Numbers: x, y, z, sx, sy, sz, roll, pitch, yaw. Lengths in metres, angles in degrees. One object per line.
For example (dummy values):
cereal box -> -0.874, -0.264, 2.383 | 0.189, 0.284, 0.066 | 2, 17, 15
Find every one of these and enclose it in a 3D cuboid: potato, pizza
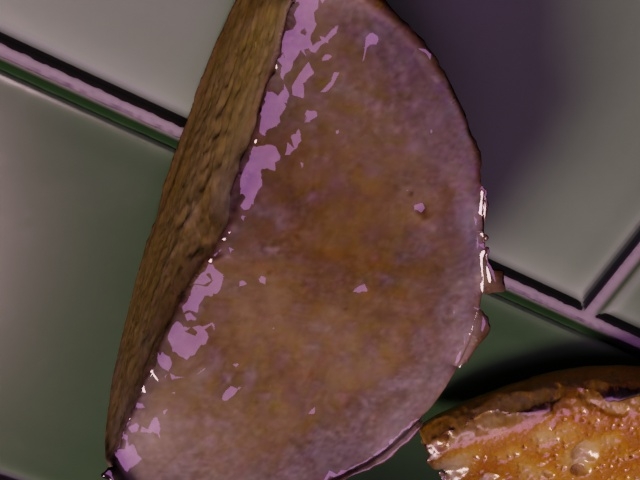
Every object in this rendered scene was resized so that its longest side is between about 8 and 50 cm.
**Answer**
potato -> 0.000, 0.000, 0.535 | 0.138, 0.098, 0.243 | 16, 112, -20
pizza -> 0.130, 0.107, 0.654 | 0.160, 0.035, 0.099 | -6, 122, -3
